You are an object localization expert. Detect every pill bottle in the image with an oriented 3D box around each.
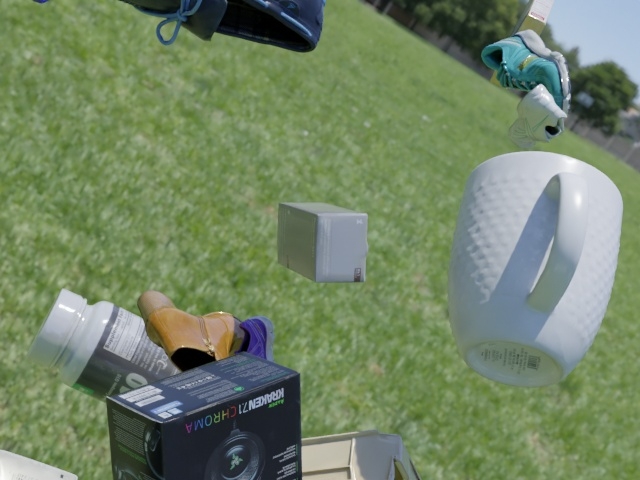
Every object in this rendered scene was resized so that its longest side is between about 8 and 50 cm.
[{"bbox_3d":[-0.447,0.260,2.201,0.361,0.204,0.204,28,15,-13],"label":"pill bottle"}]

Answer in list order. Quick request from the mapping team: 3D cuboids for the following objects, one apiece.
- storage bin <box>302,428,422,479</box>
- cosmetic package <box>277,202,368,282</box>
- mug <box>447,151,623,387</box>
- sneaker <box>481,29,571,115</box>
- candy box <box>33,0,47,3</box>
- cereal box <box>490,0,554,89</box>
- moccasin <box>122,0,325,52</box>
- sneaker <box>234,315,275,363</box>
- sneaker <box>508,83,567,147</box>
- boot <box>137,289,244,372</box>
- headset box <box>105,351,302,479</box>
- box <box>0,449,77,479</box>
[{"bbox_3d":[0.041,0.455,1.744,0.262,0.260,0.123,65,20,-48],"label":"storage bin"},{"bbox_3d":[0.000,0.000,1.817,0.107,0.127,0.238,0,5,-16],"label":"cosmetic package"},{"bbox_3d":[0.353,0.040,1.617,0.276,0.328,0.374,16,-30,1],"label":"mug"},{"bbox_3d":[0.387,-0.303,1.850,0.110,0.107,0.275,-13,33,-8],"label":"sneaker"},{"bbox_3d":[-0.418,-0.594,1.685,0.122,0.317,0.268,25,-38,37],"label":"candy box"},{"bbox_3d":[0.438,-0.445,2.109,0.047,0.173,0.240,28,41,2],"label":"cereal box"},{"bbox_3d":[-0.149,-0.337,1.375,0.342,0.138,0.117,4,69,-17],"label":"moccasin"},{"bbox_3d":[-0.125,0.224,1.838,0.071,0.170,0.068,-7,4,-28],"label":"sneaker"},{"bbox_3d":[0.294,-0.152,1.344,0.061,0.054,0.152,47,-7,15],"label":"sneaker"},{"bbox_3d":[-0.191,0.205,1.772,0.295,0.104,0.211,31,11,-40],"label":"boot"},{"bbox_3d":[-0.156,0.332,1.395,0.246,0.283,0.131,-13,19,-43],"label":"headset box"},{"bbox_3d":[-0.418,0.386,1.270,0.113,0.275,0.094,24,38,-18],"label":"box"}]
